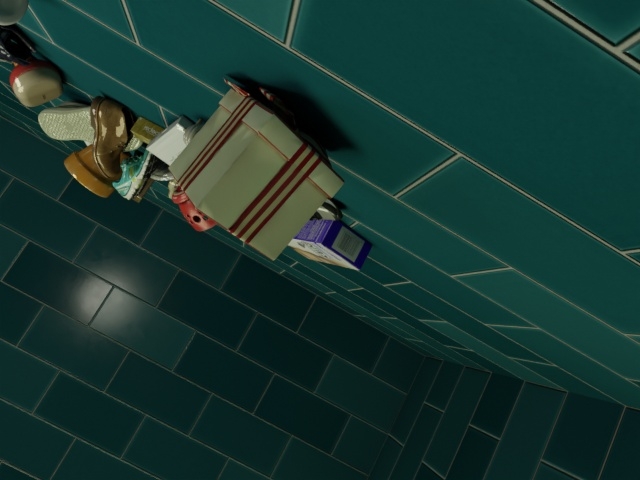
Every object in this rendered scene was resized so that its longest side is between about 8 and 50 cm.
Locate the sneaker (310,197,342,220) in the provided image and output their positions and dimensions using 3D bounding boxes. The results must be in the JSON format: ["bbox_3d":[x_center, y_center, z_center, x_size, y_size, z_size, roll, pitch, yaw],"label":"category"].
[{"bbox_3d":[-0.058,-0.087,1.434,0.272,0.108,0.100,11,157,29],"label":"sneaker"}]

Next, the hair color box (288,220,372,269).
[{"bbox_3d":[0.000,0.000,1.692,0.185,0.110,0.339,34,169,-29],"label":"hair color box"}]

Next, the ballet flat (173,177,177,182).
[{"bbox_3d":[-0.359,-0.184,1.499,0.250,0.058,0.084,7,150,22],"label":"ballet flat"}]

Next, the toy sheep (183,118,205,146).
[{"bbox_3d":[-0.324,-0.276,1.307,0.132,0.091,0.091,33,171,30],"label":"toy sheep"}]

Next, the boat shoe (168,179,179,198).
[{"bbox_3d":[-0.629,-0.227,2.206,0.092,0.102,0.285,34,162,-3],"label":"boat shoe"}]

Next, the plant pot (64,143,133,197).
[{"bbox_3d":[-0.850,-0.305,1.893,0.205,0.188,0.205,46,-178,-2],"label":"plant pot"}]

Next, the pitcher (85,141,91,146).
[{"bbox_3d":[-0.929,-0.417,1.993,0.207,0.125,0.178,33,-165,8],"label":"pitcher"}]

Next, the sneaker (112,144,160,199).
[{"bbox_3d":[-0.692,-0.272,1.816,0.110,0.275,0.107,39,-156,-9],"label":"sneaker"}]

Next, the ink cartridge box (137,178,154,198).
[{"bbox_3d":[-0.771,-0.272,2.110,0.088,0.193,0.235,33,167,-19],"label":"ink cartridge box"}]

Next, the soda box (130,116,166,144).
[{"bbox_3d":[-0.530,-0.337,1.604,0.181,0.061,0.058,27,167,7],"label":"soda box"}]

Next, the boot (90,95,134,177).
[{"bbox_3d":[-0.704,-0.333,1.656,0.115,0.112,0.305,15,131,0],"label":"boot"}]

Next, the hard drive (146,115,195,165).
[{"bbox_3d":[-0.343,-0.229,1.523,0.353,0.047,0.233,37,148,-30],"label":"hard drive"}]

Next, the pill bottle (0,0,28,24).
[{"bbox_3d":[-0.764,-0.563,1.058,0.216,0.121,0.121,26,168,15],"label":"pill bottle"}]

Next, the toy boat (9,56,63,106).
[{"bbox_3d":[-0.953,-0.546,1.596,0.151,0.151,0.231,63,158,-13],"label":"toy boat"}]

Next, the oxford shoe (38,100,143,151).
[{"bbox_3d":[-0.830,-0.432,1.783,0.450,0.130,0.169,11,128,20],"label":"oxford shoe"}]

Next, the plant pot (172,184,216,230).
[{"bbox_3d":[-0.462,-0.159,1.873,0.191,0.191,0.174,12,146,53],"label":"plant pot"}]

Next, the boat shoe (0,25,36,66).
[{"bbox_3d":[-0.960,-0.614,1.343,0.158,0.127,0.340,18,173,17],"label":"boat shoe"}]

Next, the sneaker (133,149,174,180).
[{"bbox_3d":[-0.633,-0.300,1.905,0.281,0.115,0.105,7,-164,16],"label":"sneaker"}]

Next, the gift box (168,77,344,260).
[{"bbox_3d":[-0.141,-0.163,1.004,0.255,0.258,0.276,38,-175,-46],"label":"gift box"}]
